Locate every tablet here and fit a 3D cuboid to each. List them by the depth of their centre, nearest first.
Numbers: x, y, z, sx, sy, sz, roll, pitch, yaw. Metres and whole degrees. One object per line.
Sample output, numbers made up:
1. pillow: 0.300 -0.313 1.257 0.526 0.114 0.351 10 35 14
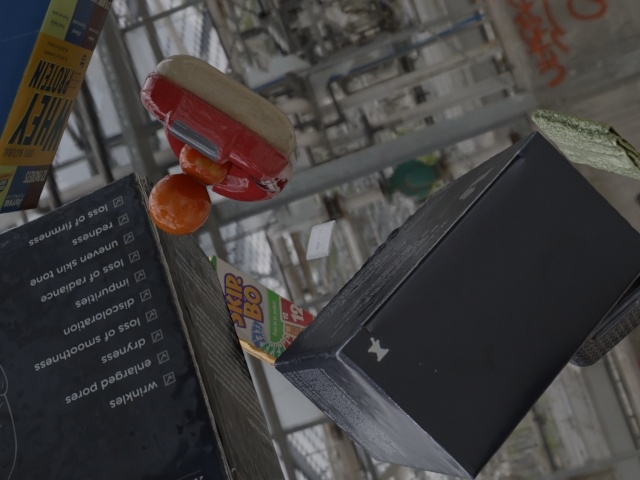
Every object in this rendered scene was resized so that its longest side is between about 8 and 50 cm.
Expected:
1. tablet: 0.000 0.000 1.409 0.083 0.006 0.054 165 118 -66

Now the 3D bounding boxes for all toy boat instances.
1. toy boat: -0.112 -0.074 0.911 0.151 0.151 0.231 32 178 2

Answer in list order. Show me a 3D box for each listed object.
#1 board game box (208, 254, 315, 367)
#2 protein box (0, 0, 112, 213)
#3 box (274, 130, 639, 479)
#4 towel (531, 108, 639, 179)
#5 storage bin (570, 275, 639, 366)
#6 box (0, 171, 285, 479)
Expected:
1. board game box: -0.120 0.128 1.606 0.259 0.039 0.124 31 -133 -25
2. protein box: -0.310 -0.150 0.763 0.136 0.200 0.201 -59 -9 -84
3. box: 0.071 0.040 0.522 0.093 0.156 0.158 44 164 -3
4. towel: 0.334 -0.118 1.160 0.110 0.027 0.148 35 179 -35
5. storage bin: 0.240 0.023 0.948 0.180 0.122 0.084 51 -172 32
6. box: -0.333 0.250 1.213 0.297 0.480 0.471 62 -175 -56
